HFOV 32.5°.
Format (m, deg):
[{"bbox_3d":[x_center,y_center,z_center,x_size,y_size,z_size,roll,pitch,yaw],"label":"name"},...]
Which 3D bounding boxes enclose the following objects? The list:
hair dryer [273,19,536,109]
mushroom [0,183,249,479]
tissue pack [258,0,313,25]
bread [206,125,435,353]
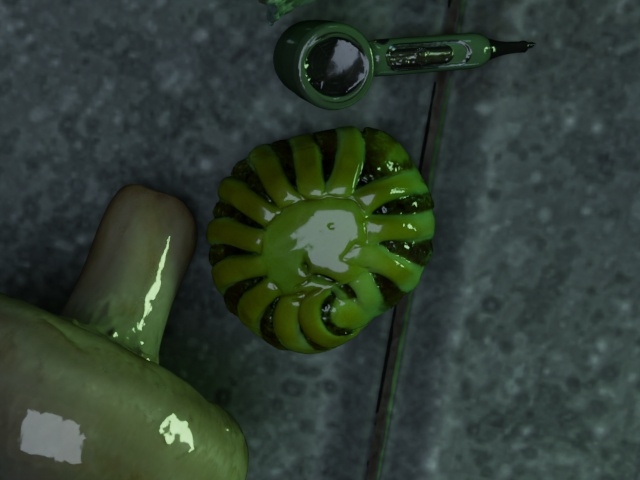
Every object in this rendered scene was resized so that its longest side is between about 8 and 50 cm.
[{"bbox_3d":[0.051,-0.108,0.626,0.150,0.071,0.047,-8,107,-11],"label":"hair dryer"},{"bbox_3d":[-0.127,0.074,0.628,0.207,0.207,0.215,21,70,0],"label":"mushroom"},{"bbox_3d":[0.018,-0.355,0.493,0.331,0.205,0.405,-29,100,7],"label":"tissue pack"},{"bbox_3d":[0.000,0.000,0.645,0.139,0.071,0.130,-20,96,9],"label":"bread"}]
